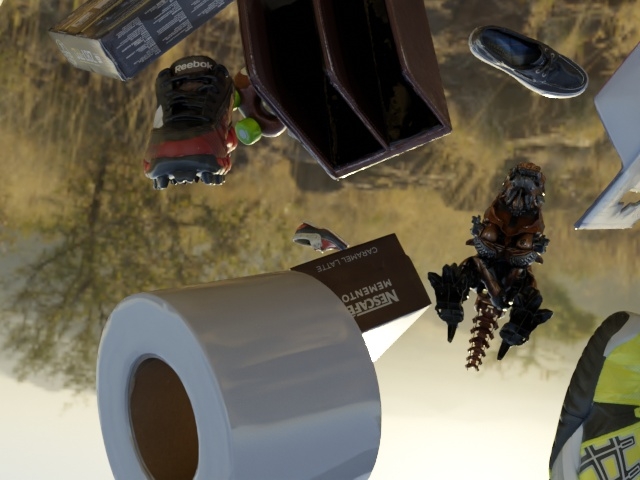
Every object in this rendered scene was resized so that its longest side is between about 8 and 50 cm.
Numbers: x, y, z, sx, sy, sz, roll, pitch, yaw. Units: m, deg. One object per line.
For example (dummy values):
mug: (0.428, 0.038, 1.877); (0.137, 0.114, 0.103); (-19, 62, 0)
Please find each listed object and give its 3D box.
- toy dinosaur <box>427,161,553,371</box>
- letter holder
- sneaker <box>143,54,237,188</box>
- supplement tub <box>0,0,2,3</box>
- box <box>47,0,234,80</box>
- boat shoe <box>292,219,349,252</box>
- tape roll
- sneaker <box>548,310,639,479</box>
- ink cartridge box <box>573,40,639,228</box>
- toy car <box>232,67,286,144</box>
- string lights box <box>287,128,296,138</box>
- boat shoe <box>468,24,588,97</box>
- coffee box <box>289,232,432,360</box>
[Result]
toy dinosaur: (0.266, 0.055, 1.325); (0.164, 0.321, 0.218); (-3, -156, 23)
letter holder: (0.017, -0.264, 1.034); (0.152, 0.301, 0.214); (-21, 144, 21)
sneaker: (-0.148, -0.139, 1.042); (0.098, 0.135, 0.276); (-1, -162, -1)
supplement tub: (-0.299, -0.255, 0.806); (0.071, 0.107, 0.071); (12, 154, 6)
box: (-0.276, -0.451, 1.658); (0.318, 0.395, 0.097); (22, 150, 56)
boat shoe: (0.000, 0.000, 1.618); (0.137, 0.043, 0.049); (22, 161, 52)
tape roll: (-0.083, 0.157, 0.872); (0.169, 0.246, 0.246); (-9, 180, -39)
sneaker: (0.339, 0.274, 1.056); (0.147, 0.384, 0.145); (11, 174, 23)
ink cartridge box: (0.328, -0.165, 0.723); (0.069, 0.371, 0.176); (44, -157, 24)
toy car: (-0.086, -0.294, 1.778); (0.155, 0.149, 0.188); (-36, -175, -33)
string lights box: (0.006, -0.243, 1.446); (0.077, 0.133, 0.259); (26, -161, -14)
boat shoe: (0.372, -0.320, 1.613); (0.229, 0.080, 0.076); (28, -179, -3)
coffee box: (0.020, 0.097, 1.123); (0.141, 0.098, 0.246); (-20, 163, -19)
